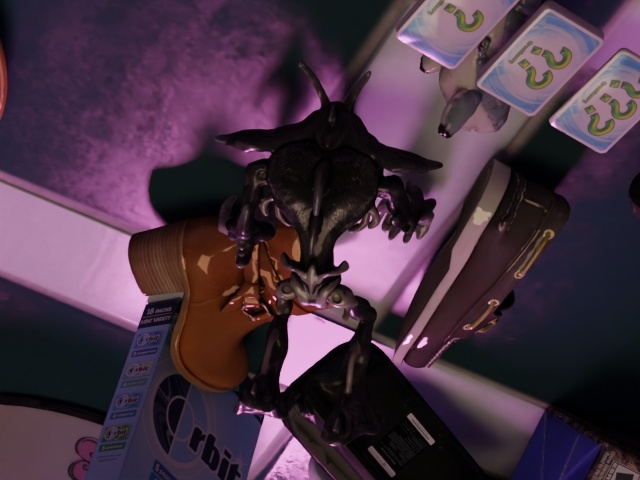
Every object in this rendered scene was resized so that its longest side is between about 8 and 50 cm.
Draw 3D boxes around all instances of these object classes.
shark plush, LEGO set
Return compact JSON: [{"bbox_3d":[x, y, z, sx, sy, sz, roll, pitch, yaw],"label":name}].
[{"bbox_3d":[0.123,-0.137,1.234,0.067,0.073,0.161,8,125,-23],"label":"shark plush"},{"bbox_3d":[0.190,-0.156,1.131,0.182,0.060,0.244,28,126,-24],"label":"LEGO set"}]

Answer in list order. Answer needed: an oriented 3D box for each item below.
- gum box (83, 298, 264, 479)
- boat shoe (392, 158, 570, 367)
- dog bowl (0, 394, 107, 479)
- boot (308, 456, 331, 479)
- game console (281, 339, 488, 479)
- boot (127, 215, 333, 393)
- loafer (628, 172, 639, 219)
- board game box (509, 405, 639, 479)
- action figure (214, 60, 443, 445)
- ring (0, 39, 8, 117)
[{"bbox_3d":[-0.118,0.170,1.564,0.041,0.184,0.157,-11,135,30],"label":"gum box"},{"bbox_3d":[0.117,0.033,1.399,0.068,0.081,0.228,22,139,-3],"label":"boat shoe"},{"bbox_3d":[-0.273,0.330,1.846,0.408,0.150,0.408,9,142,7],"label":"dog bowl"},{"bbox_3d":[0.092,0.268,1.689,0.258,0.095,0.123,23,137,-9],"label":"boot"},{"bbox_3d":[0.117,0.229,1.594,0.361,0.213,0.044,50,172,-16],"label":"game console"},{"bbox_3d":[-0.053,0.055,1.495,0.152,0.073,0.197,-7,140,20],"label":"boot"},{"bbox_3d":[0.300,-0.013,1.300,0.170,0.062,0.061,10,147,8],"label":"loafer"},{"bbox_3d":[0.281,0.312,1.545,0.291,0.232,0.141,26,-179,-15],"label":"board game box"},{"bbox_3d":[0.000,0.000,1.343,0.164,0.141,0.276,7,106,1],"label":"action figure"},{"bbox_3d":[-0.391,-0.163,1.366,0.336,0.032,0.337,9,141,7],"label":"ring"}]
